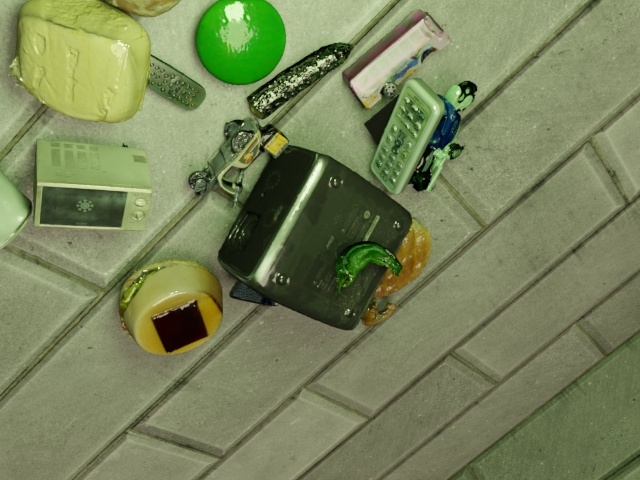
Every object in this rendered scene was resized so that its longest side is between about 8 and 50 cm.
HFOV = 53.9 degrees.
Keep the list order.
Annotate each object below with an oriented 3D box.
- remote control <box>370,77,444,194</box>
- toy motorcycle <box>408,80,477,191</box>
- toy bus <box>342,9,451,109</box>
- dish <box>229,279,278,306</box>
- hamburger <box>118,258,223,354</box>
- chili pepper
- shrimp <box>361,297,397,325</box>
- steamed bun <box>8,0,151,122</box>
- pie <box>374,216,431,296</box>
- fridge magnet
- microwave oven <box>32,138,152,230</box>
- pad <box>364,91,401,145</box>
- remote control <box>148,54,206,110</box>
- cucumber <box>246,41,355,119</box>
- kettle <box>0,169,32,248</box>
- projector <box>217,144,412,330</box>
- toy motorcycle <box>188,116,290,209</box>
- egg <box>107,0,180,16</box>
[{"bbox_3d":[0.226,-0.265,1.650,0.066,0.128,0.335,-22,153,-28],"label":"remote control"},{"bbox_3d":[0.309,-0.288,1.731,0.196,0.125,0.331,-14,141,-39],"label":"toy motorcycle"},{"bbox_3d":[0.191,-0.459,1.593,0.274,0.090,0.112,-39,128,7],"label":"toy bus"},{"bbox_3d":[-0.155,0.071,1.862,0.182,0.080,0.243,17,115,-37],"label":"dish"},{"bbox_3d":[-0.417,0.183,1.774,0.302,0.170,0.301,-16,134,-18],"label":"hamburger"},{"bbox_3d":[0.099,0.069,1.581,0.279,0.122,0.065,-21,152,-47],"label":"chili pepper"},{"bbox_3d":[0.200,0.242,2.172,0.133,0.051,0.187,-29,156,-6],"label":"shrimp"},{"bbox_3d":[-0.480,-0.373,1.290,0.273,0.166,0.231,15,130,0],"label":"steamed bun"},{"bbox_3d":[0.203,0.051,2.021,0.340,0.083,0.339,-14,129,-17],"label":"pie"},{"bbox_3d":[-0.179,-0.453,1.423,0.208,0.088,0.207,-13,130,-16],"label":"fridge magnet"},{"bbox_3d":[-0.531,-0.127,1.456,0.241,0.193,0.145,2,130,-26],"label":"microwave oven"},{"bbox_3d":[0.214,-0.317,1.708,0.160,0.009,0.265,-39,156,8],"label":"pad"},{"bbox_3d":[-0.360,-0.372,1.435,0.222,0.042,0.072,29,112,-40],"label":"remote control"},{"bbox_3d":[-0.047,-0.401,1.540,0.300,0.072,0.072,-34,133,1],"label":"cucumber"},{"bbox_3d":[-0.816,-0.115,1.324,0.265,0.205,0.318,-32,136,-2],"label":"kettle"},{"bbox_3d":[0.000,0.000,1.700,0.405,0.242,0.394,30,87,-39],"label":"projector"},{"bbox_3d":[-0.218,-0.199,1.611,0.263,0.091,0.157,-47,135,12],"label":"toy motorcycle"},{"bbox_3d":[-0.329,-0.549,1.200,0.204,0.203,0.245,16,111,-34],"label":"egg"}]
